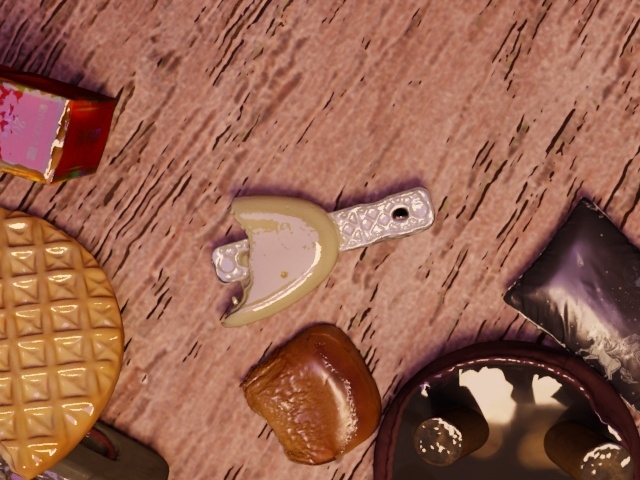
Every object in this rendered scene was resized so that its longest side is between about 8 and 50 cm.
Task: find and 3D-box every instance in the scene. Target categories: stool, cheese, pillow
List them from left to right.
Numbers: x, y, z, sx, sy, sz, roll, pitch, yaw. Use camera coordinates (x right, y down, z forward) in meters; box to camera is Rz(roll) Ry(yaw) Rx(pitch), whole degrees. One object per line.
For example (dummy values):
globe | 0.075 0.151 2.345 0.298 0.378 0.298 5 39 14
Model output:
cheese | 0.000 0.000 1.317 0.235 0.050 0.127 -15 93 5
stool | 0.178 0.244 1.255 0.272 0.178 0.272 1 102 7
pillow | 0.298 0.074 1.309 0.208 0.055 0.141 38 89 -3

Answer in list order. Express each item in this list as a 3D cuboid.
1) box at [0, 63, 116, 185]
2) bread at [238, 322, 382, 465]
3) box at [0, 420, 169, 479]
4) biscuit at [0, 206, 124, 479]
box | -0.370 -0.139 1.249 0.313 0.197 0.089 16 96 1
bread | -0.006 0.162 1.336 0.126 0.044 0.129 -32 96 6
box | -0.267 0.246 1.308 0.210 0.148 0.129 27 107 0
biscuit | -0.306 0.067 1.281 0.204 0.040 0.309 -36 69 -26
